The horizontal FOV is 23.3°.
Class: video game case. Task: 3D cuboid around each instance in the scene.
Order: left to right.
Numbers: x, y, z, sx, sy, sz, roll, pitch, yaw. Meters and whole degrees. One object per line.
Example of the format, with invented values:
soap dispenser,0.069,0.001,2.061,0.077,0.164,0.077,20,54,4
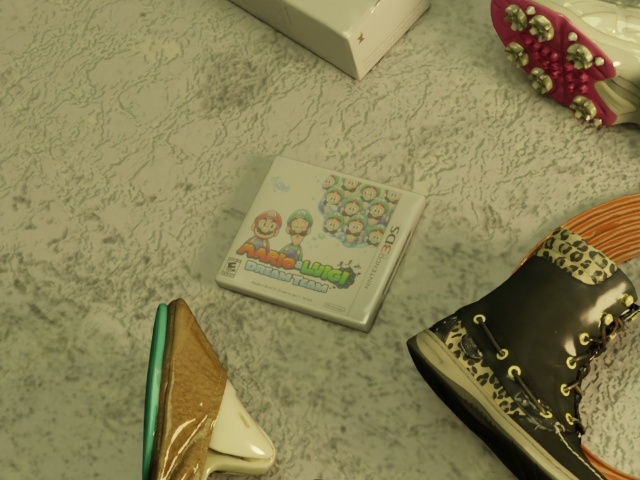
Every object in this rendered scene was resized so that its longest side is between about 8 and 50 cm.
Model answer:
video game case,0.000,0.000,1.436,0.157,0.019,0.143,16,66,22

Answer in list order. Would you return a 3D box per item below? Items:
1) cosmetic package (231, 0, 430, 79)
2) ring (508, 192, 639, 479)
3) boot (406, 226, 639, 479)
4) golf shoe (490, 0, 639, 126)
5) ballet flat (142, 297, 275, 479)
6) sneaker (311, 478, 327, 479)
cosmetic package,-0.015,-0.270,1.553,0.231,0.085,0.117,37,75,26
ring,0.300,0.099,1.302,0.336,0.032,0.336,-6,60,11
boot,0.206,0.108,1.254,0.178,0.085,0.236,-40,60,-12
golf shoe,0.301,-0.166,1.415,0.306,0.115,0.140,34,63,20
ballet flat,-0.105,0.217,1.301,0.124,0.116,0.342,10,63,-4
sneaker,0.055,0.258,1.253,0.188,0.066,0.071,24,71,25
